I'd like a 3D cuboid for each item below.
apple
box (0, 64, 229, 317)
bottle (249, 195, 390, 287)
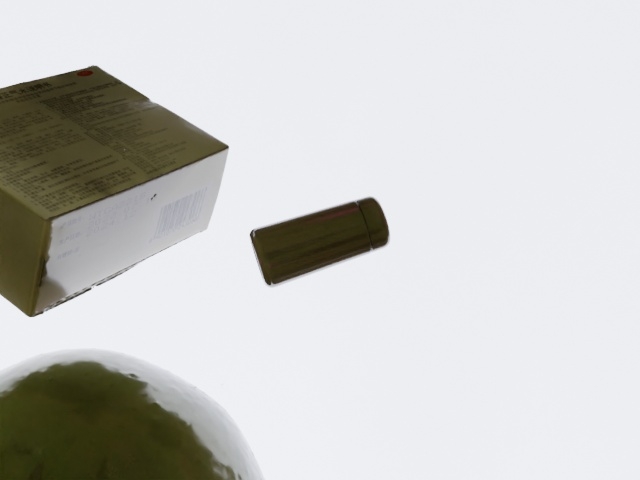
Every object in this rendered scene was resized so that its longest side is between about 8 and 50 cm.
[{"bbox_3d":[-0.180,0.231,0.708,0.292,0.254,0.292,-2,-100,14],"label":"apple"},{"bbox_3d":[-0.207,-0.052,0.732,0.168,0.095,0.212,34,-146,18],"label":"box"},{"bbox_3d":[0.000,0.000,0.646,0.096,0.045,0.045,-17,-97,-7],"label":"bottle"}]
